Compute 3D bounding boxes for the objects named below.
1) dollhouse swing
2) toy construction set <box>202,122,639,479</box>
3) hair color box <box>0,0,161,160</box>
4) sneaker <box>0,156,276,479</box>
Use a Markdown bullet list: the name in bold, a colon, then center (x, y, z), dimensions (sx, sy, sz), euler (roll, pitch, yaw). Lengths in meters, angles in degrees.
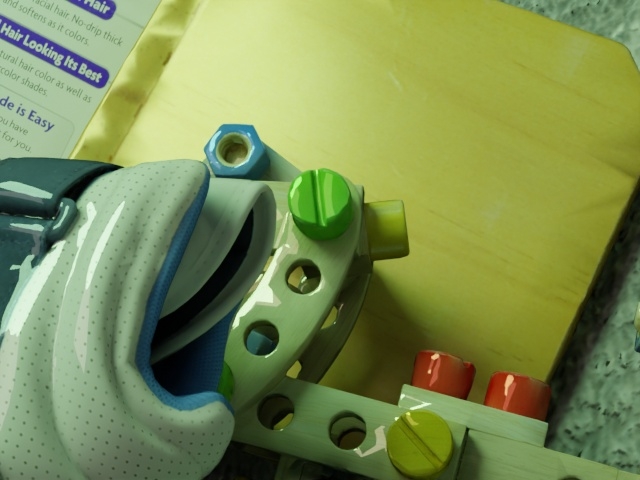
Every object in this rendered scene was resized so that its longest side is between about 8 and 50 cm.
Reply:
- **dollhouse swing**: center (0.000, 0.000, 0.793), dimensions (0.347, 0.304, 0.315), euler (-63, -3, -14)
- **toy construction set**: center (0.063, 0.062, 0.556), dimensions (0.327, 0.151, 0.215), euler (9, 72, 24)
- **hair color box**: center (-0.207, -0.123, 0.846), dimensions (0.339, 0.185, 0.110), euler (-63, -5, 5)
- **sneaker**: center (-0.134, -0.003, 0.528), dimensions (0.236, 0.130, 0.323), euler (-16, 49, 4)
